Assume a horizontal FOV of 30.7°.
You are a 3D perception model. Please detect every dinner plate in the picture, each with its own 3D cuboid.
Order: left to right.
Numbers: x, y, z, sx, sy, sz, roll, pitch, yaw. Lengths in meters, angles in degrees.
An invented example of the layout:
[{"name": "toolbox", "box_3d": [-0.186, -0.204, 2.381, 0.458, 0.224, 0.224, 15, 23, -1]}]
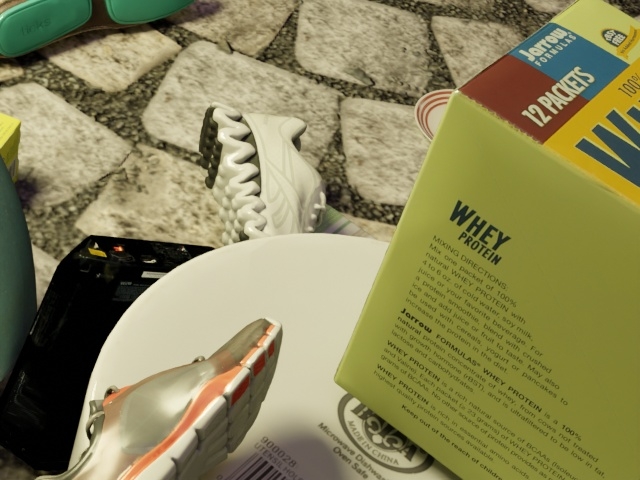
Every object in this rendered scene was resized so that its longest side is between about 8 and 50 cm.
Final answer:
[{"name": "dinner plate", "box_3d": [0.184, -0.140, 1.460, 0.141, 0.017, 0.141, 11, 43, -10]}]

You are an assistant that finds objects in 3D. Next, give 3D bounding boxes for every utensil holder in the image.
[{"name": "utensil holder", "box_3d": [-0.015, 0.232, 0.734, 0.327, 0.386, 0.328, 11, 43, -10]}]

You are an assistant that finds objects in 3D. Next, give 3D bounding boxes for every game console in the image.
[{"name": "game console", "box_3d": [-0.086, 0.104, 0.999, 0.361, 0.213, 0.044, 7, 32, -40]}]

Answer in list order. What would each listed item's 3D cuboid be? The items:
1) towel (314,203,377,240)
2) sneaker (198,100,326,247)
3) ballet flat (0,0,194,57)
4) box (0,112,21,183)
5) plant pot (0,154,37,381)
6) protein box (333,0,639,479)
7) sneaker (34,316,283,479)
[{"name": "towel", "box_3d": [0.000, 0.000, 1.245, 0.152, 0.023, 0.113, 35, 45, 16]}, {"name": "sneaker", "box_3d": [-0.043, -0.019, 1.170, 0.118, 0.110, 0.292, 0, 57, -20]}, {"name": "ballet flat", "box_3d": [-0.287, -0.307, 1.406, 0.316, 0.108, 0.106, -23, 43, -37]}, {"name": "box", "box_3d": [-0.419, -0.116, 1.171, 0.232, 0.087, 0.058, 22, 45, 1]}, {"name": "plant pot", "box_3d": [-0.341, 0.044, 0.927, 0.195, 0.290, 0.290, 53, 41, -17]}, {"name": "protein box", "box_3d": [0.144, 0.030, 0.566, 0.199, 0.201, 0.136, 35, 45, 17]}, {"name": "sneaker", "box_3d": [-0.074, 0.079, 0.545, 0.064, 0.061, 0.158, 27, 42, 17]}]
